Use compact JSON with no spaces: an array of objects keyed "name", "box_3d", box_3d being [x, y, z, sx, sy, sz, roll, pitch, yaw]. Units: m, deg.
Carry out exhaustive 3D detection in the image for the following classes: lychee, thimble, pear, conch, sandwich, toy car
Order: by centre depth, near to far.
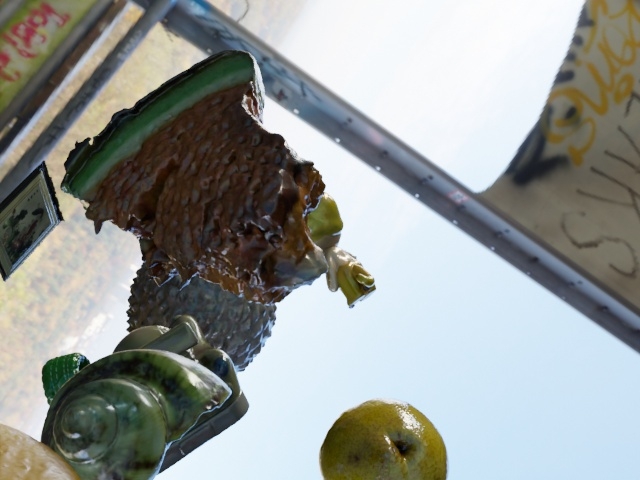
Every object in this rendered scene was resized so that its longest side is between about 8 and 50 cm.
[{"name":"conch","box_3d":[-0.191,0.176,0.668,0.187,0.124,0.181,-28,-171,-5]},{"name":"sandwich","box_3d":[-0.096,-0.042,0.689,0.250,0.162,0.301,-42,-127,-4]},{"name":"pear","box_3d":[0.103,0.351,1.044,0.209,0.208,0.209,-54,-169,15]},{"name":"toy car","box_3d":[-0.298,0.239,1.185,0.242,0.226,0.336,-31,-159,-18]},{"name":"thimble","box_3d":[-0.562,0.322,1.484,0.090,0.130,0.118,-17,-162,-3]},{"name":"lychee","box_3d":[-0.298,0.180,1.631,0.432,0.380,0.380,-64,-169,-10]}]

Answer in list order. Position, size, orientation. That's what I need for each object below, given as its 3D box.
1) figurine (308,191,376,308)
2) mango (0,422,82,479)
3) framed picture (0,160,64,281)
[{"name":"figurine","box_3d":[0.000,0.000,1.112,0.156,0.246,0.131,-23,157,-51]},{"name":"mango","box_3d":[-0.233,0.198,0.433,0.316,0.176,0.119,0,-113,64]},{"name":"framed picture","box_3d":[-0.601,-0.036,1.346,0.199,0.010,0.195,101,14,-52]}]
